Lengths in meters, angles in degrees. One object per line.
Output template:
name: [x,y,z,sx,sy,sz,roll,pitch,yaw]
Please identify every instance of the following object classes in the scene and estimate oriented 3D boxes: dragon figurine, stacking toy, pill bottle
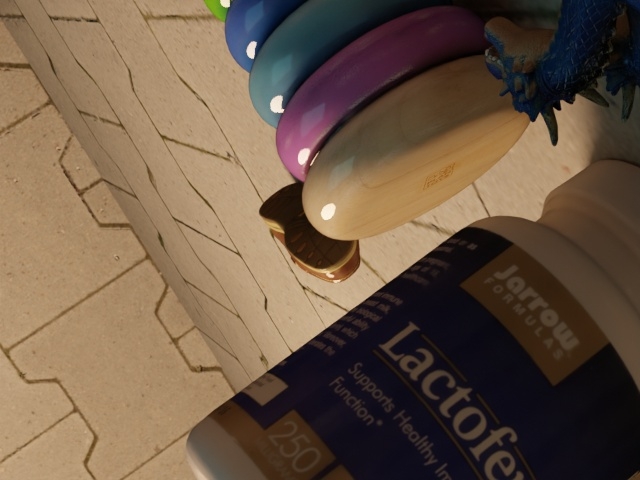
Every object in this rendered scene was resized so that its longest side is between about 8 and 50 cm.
dragon figurine: [0.140,-0.080,0.413,0.289,0.085,0.144,32,154,60]
stacking toy: [-0.020,-0.170,0.712,0.330,0.141,0.141,59,168,16]
pill bottle: [0.078,0.082,0.634,0.153,0.264,0.153,49,165,18]

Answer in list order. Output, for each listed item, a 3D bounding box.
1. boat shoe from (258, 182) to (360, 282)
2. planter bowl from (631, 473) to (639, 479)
boat shoe: [0.000,0.000,1.157,0.060,0.064,0.178,56,174,-26]
planter bowl: [0.222,0.186,0.670,0.109,0.162,0.162,-15,112,47]
